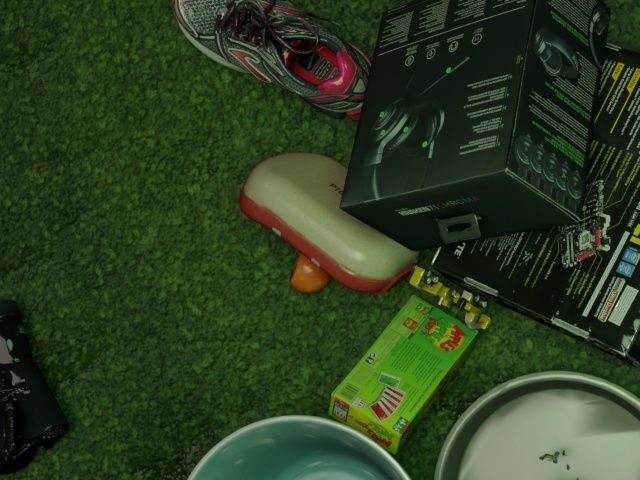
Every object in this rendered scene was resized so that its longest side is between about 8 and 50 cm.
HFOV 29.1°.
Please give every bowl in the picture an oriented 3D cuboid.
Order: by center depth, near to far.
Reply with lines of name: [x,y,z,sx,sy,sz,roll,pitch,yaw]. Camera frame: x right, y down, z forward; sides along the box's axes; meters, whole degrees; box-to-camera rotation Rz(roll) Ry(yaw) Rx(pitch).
bowl: [-0.001,0.357,1.434,0.311,0.163,0.312,-2,83,18]

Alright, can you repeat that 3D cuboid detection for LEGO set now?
LEGO set: [0.270,0.277,1.378,0.054,0.023,0.083,2,72,15]

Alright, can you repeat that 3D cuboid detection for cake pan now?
cake pan: [0.277,0.296,1.411,0.293,0.054,0.293,-2,84,17]

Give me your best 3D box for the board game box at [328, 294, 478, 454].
board game box: [0.097,0.153,1.432,0.092,0.043,0.181,29,53,18]

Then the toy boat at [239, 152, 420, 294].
toy boat: [0.000,0.000,1.501,0.231,0.151,0.151,38,125,17]

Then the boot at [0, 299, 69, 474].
boot: [-0.470,0.219,1.630,0.246,0.094,0.207,-26,73,7]

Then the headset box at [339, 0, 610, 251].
headset box: [0.169,-0.135,1.357,0.246,0.131,0.283,-12,57,46]

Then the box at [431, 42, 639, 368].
box: [0.308,-0.056,1.384,0.257,0.079,0.322,25,87,31]

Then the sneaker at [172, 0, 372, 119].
sneaker: [-0.059,-0.258,1.545,0.299,0.112,0.121,28,93,19]

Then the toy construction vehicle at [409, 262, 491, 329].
toy construction vehicle: [0.151,0.070,1.444,0.086,0.098,0.035,25,83,32]
